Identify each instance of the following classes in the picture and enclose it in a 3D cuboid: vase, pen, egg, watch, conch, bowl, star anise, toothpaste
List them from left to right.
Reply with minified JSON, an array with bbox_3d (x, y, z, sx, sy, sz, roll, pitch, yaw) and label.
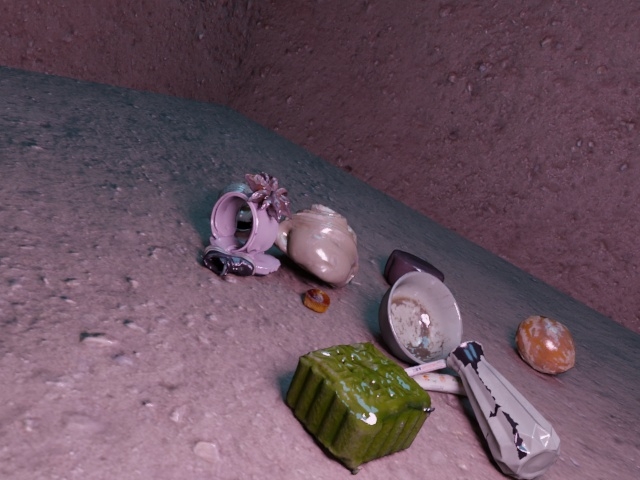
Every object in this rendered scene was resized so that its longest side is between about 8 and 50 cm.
[{"bbox_3d":[-0.304,-0.110,2.065,0.172,0.200,0.131,33,-24,-18],"label":"conch"},{"bbox_3d":[-0.219,-0.030,1.789,0.244,0.232,0.196,32,16,29],"label":"watch"},{"bbox_3d":[-0.152,-0.144,1.732,0.195,0.065,0.182,35,32,-19],"label":"star anise"},{"bbox_3d":[0.276,0.248,1.708,0.289,0.146,0.290,13,65,-30],"label":"bowl"},{"bbox_3d":[0.276,0.354,1.555,0.218,0.026,0.026,-3,31,-35],"label":"pen"},{"bbox_3d":[0.318,0.395,1.580,0.314,0.056,0.058,12,-22,-20],"label":"toothpaste"},{"bbox_3d":[0.451,0.421,1.448,0.165,0.165,0.360,15,27,-27],"label":"vase"},{"bbox_3d":[0.814,0.376,2.042,0.194,0.195,0.233,11,22,-35],"label":"egg"}]

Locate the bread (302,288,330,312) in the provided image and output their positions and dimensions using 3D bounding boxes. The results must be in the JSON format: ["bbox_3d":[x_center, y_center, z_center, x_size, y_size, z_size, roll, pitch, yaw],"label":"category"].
[{"bbox_3d":[-0.010,0.181,1.744,0.085,0.053,0.085,22,18,-8],"label":"bread"}]

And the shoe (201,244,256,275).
[{"bbox_3d":[-0.278,0.075,1.681,0.168,0.071,0.099,20,21,-1],"label":"shoe"}]

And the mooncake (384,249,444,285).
[{"bbox_3d":[0.368,0.133,2.235,0.244,0.133,0.245,22,18,-8],"label":"mooncake"}]

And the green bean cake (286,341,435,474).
[{"bbox_3d":[0.085,0.347,1.243,0.249,0.157,0.247,6,24,-44],"label":"green bean cake"}]

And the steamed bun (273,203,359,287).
[{"bbox_3d":[0.008,0.005,1.912,0.309,0.220,0.324,35,3,31],"label":"steamed bun"}]
